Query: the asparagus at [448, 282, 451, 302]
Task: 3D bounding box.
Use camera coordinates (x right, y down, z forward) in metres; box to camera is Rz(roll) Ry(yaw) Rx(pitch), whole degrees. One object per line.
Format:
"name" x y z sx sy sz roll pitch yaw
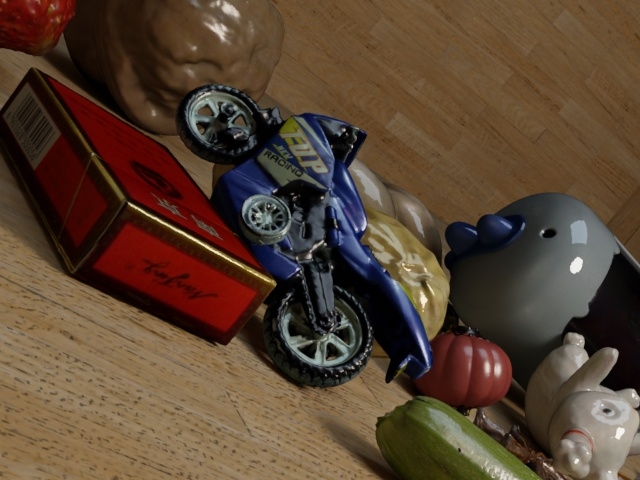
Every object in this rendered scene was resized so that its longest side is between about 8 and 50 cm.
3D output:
"asparagus" 0.265 0.129 1.919 0.236 0.027 0.034 45 5 38

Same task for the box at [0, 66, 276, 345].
"box" -0.151 -0.031 0.868 0.153 0.074 0.240 37 8 -41

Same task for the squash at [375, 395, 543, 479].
"squash" 0.139 0.202 0.855 0.239 0.069 0.069 39 8 -8

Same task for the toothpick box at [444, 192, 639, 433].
"toothpick box" 0.319 0.091 1.521 0.354 0.263 0.263 46 5 -21

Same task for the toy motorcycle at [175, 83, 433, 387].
"toy motorcycle" -0.008 -0.015 0.961 0.169 0.113 0.315 -12 64 -26

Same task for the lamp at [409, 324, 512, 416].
"lamp" 0.144 0.135 1.158 0.108 0.092 0.107 7 -6 1

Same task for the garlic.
"garlic" 0.061 -0.035 1.603 0.279 0.132 0.325 30 8 -37

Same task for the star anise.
"star anise" 0.203 0.223 1.098 0.141 0.042 0.141 39 5 -4

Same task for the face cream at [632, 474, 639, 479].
"face cream" 0.395 0.315 1.265 0.095 0.091 0.091 44 6 -19

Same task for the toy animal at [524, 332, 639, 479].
"toy animal" 0.319 0.214 1.287 0.140 0.138 0.282 54 4 -8

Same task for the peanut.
"peanut" 0.000 0.000 1.111 0.305 0.147 0.147 41 9 36

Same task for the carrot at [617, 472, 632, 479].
"carrot" 0.408 0.337 1.353 0.161 0.055 0.055 33 7 13

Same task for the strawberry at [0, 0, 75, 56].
"strawberry" -0.334 -0.301 1.057 0.276 0.257 0.257 55 7 -5

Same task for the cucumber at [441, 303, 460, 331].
"cucumber" 0.190 0.110 1.682 0.033 0.034 0.135 33 8 -5

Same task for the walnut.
"walnut" -0.185 -0.256 1.391 0.273 0.227 0.273 39 4 -4
